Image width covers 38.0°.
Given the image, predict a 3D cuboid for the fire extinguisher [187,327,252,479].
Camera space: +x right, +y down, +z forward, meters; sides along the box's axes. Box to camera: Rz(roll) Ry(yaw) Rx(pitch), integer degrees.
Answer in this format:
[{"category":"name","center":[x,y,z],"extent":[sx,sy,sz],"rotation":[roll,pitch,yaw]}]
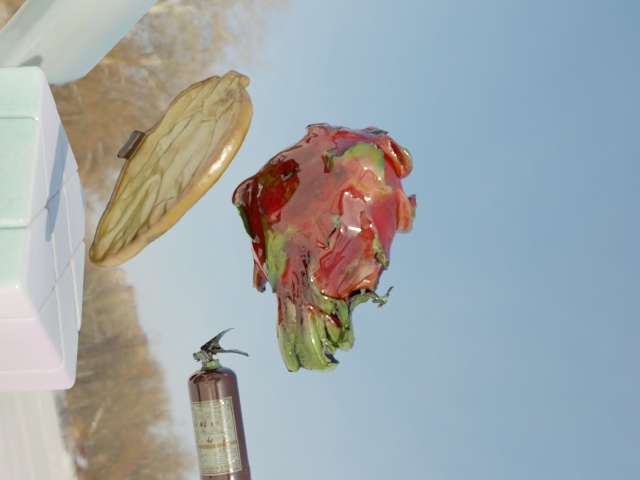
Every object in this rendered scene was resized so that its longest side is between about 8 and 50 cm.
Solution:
[{"category":"fire extinguisher","center":[-0.130,0.236,1.275],"extent":[0.071,0.099,0.231],"rotation":[-5,89,-64]}]

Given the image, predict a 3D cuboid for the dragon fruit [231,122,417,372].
[{"category":"dragon fruit","center":[0.020,0.001,1.032],"extent":[0.198,0.200,0.269],"rotation":[-12,-87,67]}]

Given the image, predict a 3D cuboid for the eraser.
[{"category":"eraser","center":[-0.374,-0.361,1.465],"extent":[0.290,0.189,0.104],"rotation":[-34,-104,34]}]

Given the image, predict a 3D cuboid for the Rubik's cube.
[{"category":"Rubik's cube","center":[-0.484,-0.002,1.175],"extent":[0.319,0.316,0.322],"rotation":[94,-9,-61]}]

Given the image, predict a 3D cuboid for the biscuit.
[{"category":"biscuit","center":[-0.162,-0.076,1.000],"extent":[0.041,0.260,0.203],"rotation":[37,0,-37]}]
